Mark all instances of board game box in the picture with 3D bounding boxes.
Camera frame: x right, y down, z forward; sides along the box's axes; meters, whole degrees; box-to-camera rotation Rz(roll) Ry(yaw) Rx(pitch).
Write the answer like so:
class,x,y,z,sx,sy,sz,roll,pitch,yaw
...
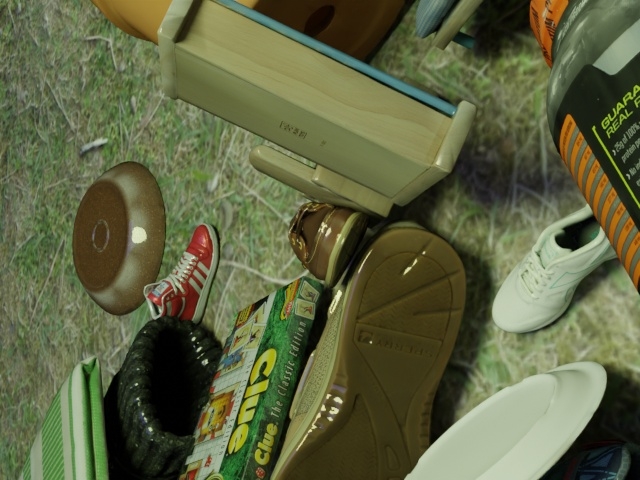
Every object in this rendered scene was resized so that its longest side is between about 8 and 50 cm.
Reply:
class,x,y,z,sx,sy,sz,roll,pitch,yaw
board game box,-0.074,0.163,0.855,0.136,0.030,0.259,-28,36,47

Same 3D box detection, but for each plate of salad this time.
class,x,y,z,sx,sy,sz,roll,pitch,yaw
plate of salad,0.122,0.156,0.643,0.048,0.200,0.200,49,127,0

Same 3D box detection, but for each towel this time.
class,x,y,z,sx,sy,sz,roll,pitch,yaw
towel,-0.284,0.308,0.980,0.325,0.038,0.248,-60,34,34

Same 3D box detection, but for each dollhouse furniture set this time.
class,x,y,z,sx,sy,sz,roll,pitch,yaw
dollhouse furniture set,0.038,-0.202,0.700,0.303,0.198,0.286,-65,4,-10

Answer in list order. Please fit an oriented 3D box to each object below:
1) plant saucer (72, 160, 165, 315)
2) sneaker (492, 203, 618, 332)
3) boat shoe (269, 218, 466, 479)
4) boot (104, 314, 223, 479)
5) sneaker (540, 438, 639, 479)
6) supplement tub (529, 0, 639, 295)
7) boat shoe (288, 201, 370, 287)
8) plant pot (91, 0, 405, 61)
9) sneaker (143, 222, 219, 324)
class,x,y,z,sx,sy,sz,roll,pitch,yaw
plant saucer,-0.265,-0.005,1.177,0.199,0.036,0.198,-9,78,46
sneaker,0.172,0.014,0.680,0.152,0.061,0.053,-49,54,33
boat shoe,0.036,0.148,0.788,0.110,0.122,0.341,-104,33,-80
boot,-0.173,0.280,0.971,0.260,0.131,0.348,-47,53,34
sneaker,0.218,0.243,0.572,0.125,0.104,0.262,-48,54,30
supplement tub,0.255,-0.030,0.486,0.207,0.207,0.338,-42,57,36
boat shoe,0.000,0.000,0.773,0.064,0.060,0.178,-62,-1,-4
plant pot,-0.054,-0.256,0.818,0.203,0.291,0.291,51,122,21
sneaker,-0.155,0.037,1.027,0.042,0.067,0.118,19,99,47
